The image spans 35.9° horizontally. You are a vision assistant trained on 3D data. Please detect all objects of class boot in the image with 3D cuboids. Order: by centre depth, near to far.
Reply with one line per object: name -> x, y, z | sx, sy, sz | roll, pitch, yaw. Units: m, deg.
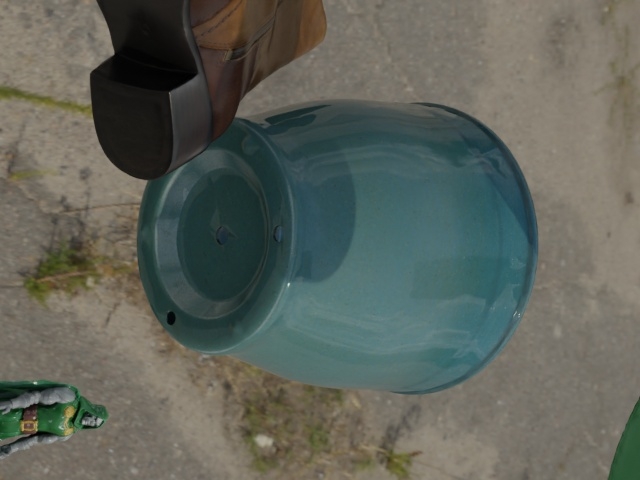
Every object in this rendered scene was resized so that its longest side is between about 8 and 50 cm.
boot -> -0.042, -0.205, 0.658 | 0.280, 0.096, 0.264 | -50, 149, -48

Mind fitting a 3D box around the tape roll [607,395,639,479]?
tape roll -> 0.260, 0.152, 0.388 | 0.077, 0.321, 0.321 | 13, 86, -33

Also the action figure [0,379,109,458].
action figure -> -0.359, 0.201, 1.123 | 0.232, 0.063, 0.137 | -1, 123, -16

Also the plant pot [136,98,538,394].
plant pot -> 0.000, 0.000, 0.828 | 0.255, 0.272, 0.271 | 5, 92, -48
